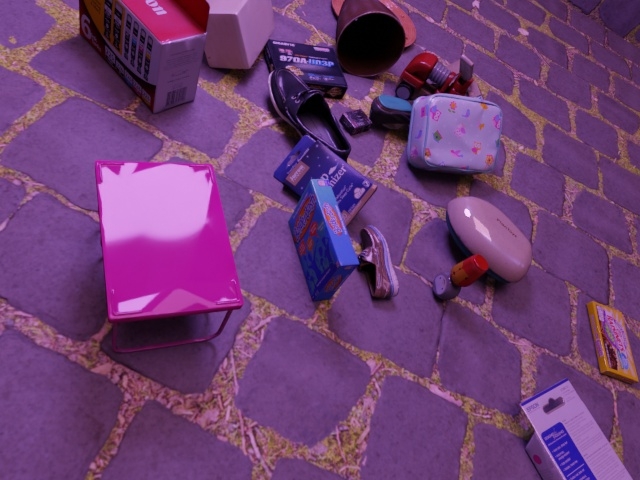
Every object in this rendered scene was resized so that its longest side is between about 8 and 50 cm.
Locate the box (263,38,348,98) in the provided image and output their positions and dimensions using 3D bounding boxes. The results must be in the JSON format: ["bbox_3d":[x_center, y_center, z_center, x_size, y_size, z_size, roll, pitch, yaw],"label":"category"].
[{"bbox_3d":[-0.045,-0.504,1.433,0.220,0.051,0.175,-2,59,-25],"label":"box"}]

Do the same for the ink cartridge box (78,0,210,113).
[{"bbox_3d":[-0.415,-0.509,1.124,0.309,0.272,0.130,46,51,11],"label":"ink cartridge box"}]

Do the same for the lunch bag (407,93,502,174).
[{"bbox_3d":[0.388,-0.307,1.399,0.279,0.108,0.224,2,94,-25],"label":"lunch bag"}]

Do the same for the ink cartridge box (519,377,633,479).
[{"bbox_3d":[0.556,0.493,1.014,0.175,0.069,0.371,-12,66,-30],"label":"ink cartridge box"}]

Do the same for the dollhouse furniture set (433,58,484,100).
[{"bbox_3d":[0.488,-0.514,1.702,0.151,0.123,0.144,35,39,-47],"label":"dollhouse furniture set"}]

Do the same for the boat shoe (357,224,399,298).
[{"bbox_3d":[0.121,0.046,1.121,0.066,0.066,0.183,-5,60,-26],"label":"boat shoe"}]

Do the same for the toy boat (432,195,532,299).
[{"bbox_3d":[0.387,0.029,1.222,0.267,0.148,0.318,47,44,4],"label":"toy boat"}]

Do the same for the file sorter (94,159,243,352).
[{"bbox_3d":[-0.284,0.030,0.870,0.202,0.182,0.291,-3,60,-28],"label":"file sorter"}]

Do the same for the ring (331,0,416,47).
[{"bbox_3d":[0.193,-0.803,1.763,0.336,0.032,0.337,12,55,-17],"label":"ring"}]

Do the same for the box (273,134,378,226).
[{"bbox_3d":[0.009,-0.144,1.175,0.225,0.036,0.136,38,86,5],"label":"box"}]

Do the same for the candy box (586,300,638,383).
[{"bbox_3d":[0.775,0.268,1.294,0.105,0.027,0.206,22,51,-14],"label":"candy box"}]

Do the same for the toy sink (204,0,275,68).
[{"bbox_3d":[-0.230,-0.599,1.328,0.131,0.153,0.234,8,52,14],"label":"toy sink"}]

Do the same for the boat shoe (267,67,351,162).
[{"bbox_3d":[-0.024,-0.329,1.257,0.127,0.113,0.340,-17,75,-29],"label":"boat shoe"}]

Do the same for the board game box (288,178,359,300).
[{"bbox_3d":[0.000,0.000,1.036,0.047,0.160,0.210,-3,59,-26],"label":"board game box"}]

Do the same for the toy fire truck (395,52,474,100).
[{"bbox_3d":[0.370,-0.503,1.497,0.217,0.246,0.158,35,50,1],"label":"toy fire truck"}]

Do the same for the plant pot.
[{"bbox_3d":[0.139,-0.680,1.545,0.215,0.215,0.230,7,51,-21],"label":"plant pot"}]

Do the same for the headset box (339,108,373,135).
[{"bbox_3d":[0.099,-0.341,1.399,0.083,0.032,0.062,-22,69,-36],"label":"headset box"}]

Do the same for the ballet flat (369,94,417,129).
[{"bbox_3d":[0.267,-0.376,1.458,0.280,0.096,0.095,3,56,-23],"label":"ballet flat"}]
